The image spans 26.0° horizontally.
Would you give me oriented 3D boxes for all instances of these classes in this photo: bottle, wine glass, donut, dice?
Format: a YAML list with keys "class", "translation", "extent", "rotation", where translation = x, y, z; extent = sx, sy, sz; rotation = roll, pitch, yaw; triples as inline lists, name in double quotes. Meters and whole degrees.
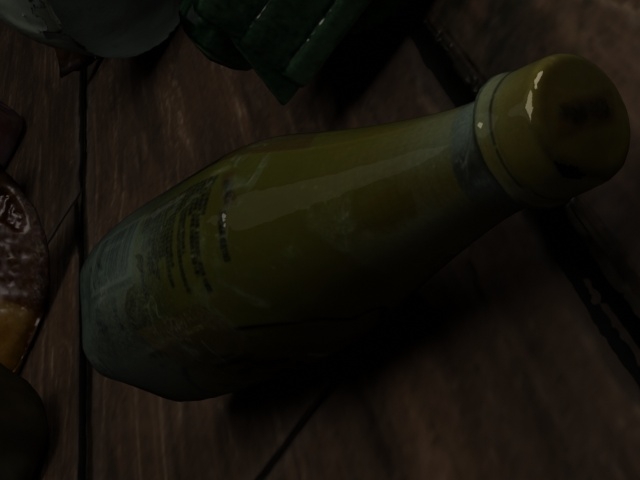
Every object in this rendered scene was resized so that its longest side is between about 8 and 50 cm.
- class: "bottle"
  translation: [0.000, 0.000, 0.474]
  extent: [0.270, 0.083, 0.083]
  rotation: [-23, 43, 53]
- class: "wine glass"
  translation: [-0.227, -0.226, 1.075]
  extent: [0.321, 0.143, 0.143]
  rotation: [23, 84, 45]
- class: "donut"
  translation: [-0.265, 0.046, 0.943]
  extent: [0.085, 0.141, 0.217]
  rotation: [-39, 29, 64]
- class: "dice"
  translation: [-0.356, -0.104, 1.381]
  extent: [0.094, 0.093, 0.091]
  rotation: [-59, 21, 2]

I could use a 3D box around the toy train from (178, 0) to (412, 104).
- class: "toy train"
  translation: [0.013, -0.227, 0.591]
  extent: [0.330, 0.178, 0.138]
  rotation: [-50, 24, 22]

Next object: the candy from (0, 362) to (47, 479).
- class: "candy"
  translation: [-0.253, 0.164, 0.806]
  extent: [0.234, 0.104, 0.102]
  rotation: [-56, 17, 12]

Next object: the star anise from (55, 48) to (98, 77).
- class: "star anise"
  translation: [-0.185, -0.216, 1.184]
  extent: [0.168, 0.057, 0.168]
  rotation: [-46, 29, 34]

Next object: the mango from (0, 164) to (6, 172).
- class: "mango"
  translation: [-0.326, -0.021, 1.237]
  extent: [0.191, 0.086, 0.122]
  rotation: [167, 119, -75]
